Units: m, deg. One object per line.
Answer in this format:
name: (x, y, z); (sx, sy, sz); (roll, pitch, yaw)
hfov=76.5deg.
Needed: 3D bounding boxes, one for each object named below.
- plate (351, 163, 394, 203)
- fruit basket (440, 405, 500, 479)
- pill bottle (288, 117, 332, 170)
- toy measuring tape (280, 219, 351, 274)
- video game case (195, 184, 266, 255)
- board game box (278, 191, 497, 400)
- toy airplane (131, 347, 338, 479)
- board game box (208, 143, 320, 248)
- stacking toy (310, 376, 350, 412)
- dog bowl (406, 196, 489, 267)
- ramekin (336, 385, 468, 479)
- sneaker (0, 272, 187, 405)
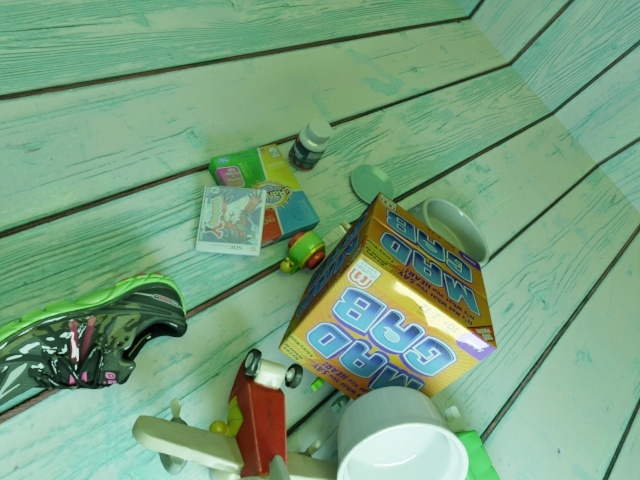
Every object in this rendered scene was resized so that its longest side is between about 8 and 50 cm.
plate: (0.196, -0.207, 1.542); (0.188, 0.024, 0.188); (12, 60, -21)
fruit basket: (0.288, 0.655, 1.057); (0.352, 0.165, 0.327); (-17, 66, -17)
pill bottle: (-0.034, -0.332, 1.402); (0.107, 0.180, 0.108); (12, 59, -20)
toy measuring tape: (0.000, 0.000, 1.277); (0.330, 0.121, 0.121); (-36, 83, -35)
video game case: (-0.258, -0.059, 1.183); (0.183, 0.023, 0.201); (4, 74, -1)
board game box: (0.172, 0.165, 1.060); (0.356, 0.357, 0.356); (35, 30, -5)
toy airplane: (-0.148, 0.460, 0.868); (0.386, 0.272, 0.384); (44, 21, 18)
board game box: (-0.179, -0.146, 1.303); (0.242, 0.064, 0.317); (-22, 75, -33)
stacking toy: (0.065, 0.410, 1.079); (0.167, 0.052, 0.221); (55, 26, 9)
dog bowl: (0.460, -0.012, 1.467); (0.348, 0.102, 0.349); (22, 43, -23)
ramekin: (0.166, 0.460, 0.896); (0.277, 0.277, 0.135); (23, 18, -13)
sneaker: (-0.508, 0.236, 0.868); (0.482, 0.185, 0.202); (-28, 74, -33)
